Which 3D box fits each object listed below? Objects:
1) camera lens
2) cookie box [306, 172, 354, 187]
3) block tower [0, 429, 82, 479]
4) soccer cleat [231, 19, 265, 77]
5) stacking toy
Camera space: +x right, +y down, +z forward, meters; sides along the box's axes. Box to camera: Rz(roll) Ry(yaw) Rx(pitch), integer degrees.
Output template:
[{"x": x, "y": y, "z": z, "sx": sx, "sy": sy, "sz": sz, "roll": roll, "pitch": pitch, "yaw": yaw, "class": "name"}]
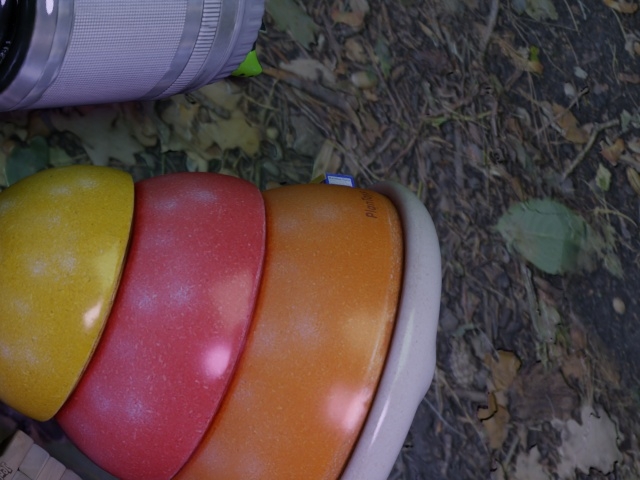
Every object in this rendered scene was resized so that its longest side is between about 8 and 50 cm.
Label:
[{"x": -0.214, "y": -0.231, "z": 1.480, "sx": 0.274, "sy": 0.219, "sz": 0.219, "roll": -9, "pitch": 72, "yaw": -43, "class": "camera lens"}, {"x": 0.000, "y": 0.000, "z": 1.624, "sx": 0.040, "sy": 0.092, "sz": 0.107, "roll": 7, "pitch": 61, "yaw": -42, "class": "cookie box"}, {"x": -0.275, "y": 0.192, "z": 1.275, "sx": 0.335, "sy": 0.091, "sz": 0.097, "roll": 40, "pitch": 47, "yaw": -15, "class": "block tower"}, {"x": -0.093, "y": -0.252, "z": 1.720, "sx": 0.072, "sy": 0.060, "sz": 0.178, "roll": 19, "pitch": 61, "yaw": -44, "class": "soccer cleat"}, {"x": -0.173, "y": 0.048, "z": 1.324, "sx": 0.480, "sy": 0.350, "sz": 0.350, "roll": 21, "pitch": 53, "yaw": -15, "class": "stacking toy"}]
